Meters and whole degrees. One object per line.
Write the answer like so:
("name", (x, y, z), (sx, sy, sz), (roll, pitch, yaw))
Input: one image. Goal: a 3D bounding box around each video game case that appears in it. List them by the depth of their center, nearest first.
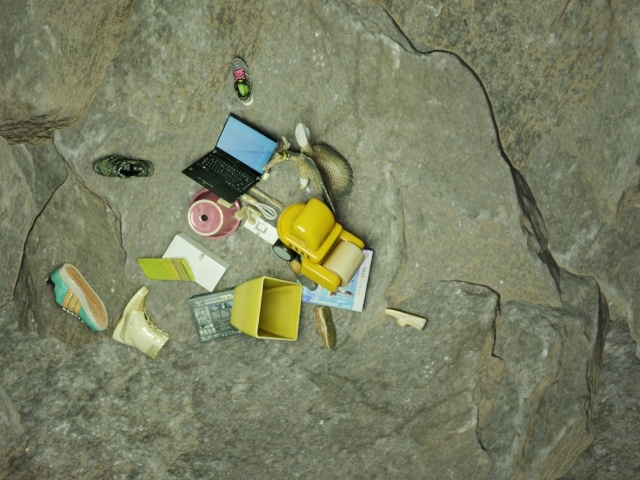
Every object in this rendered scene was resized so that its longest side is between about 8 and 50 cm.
("video game case", (0.049, 0.130, 1.883), (0.269, 0.061, 0.245), (9, 99, 1))

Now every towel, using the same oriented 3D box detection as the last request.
("towel", (-0.592, 0.113, 1.869), (0.237, 0.021, 0.102), (-1, 124, 26))

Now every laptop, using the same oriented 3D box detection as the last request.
("laptop", (-0.323, -0.298, 1.757), (0.234, 0.264, 0.137), (32, 141, 15))

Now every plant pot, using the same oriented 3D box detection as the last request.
("plant pot", (-0.401, -0.094, 1.806), (0.201, 0.180, 0.202), (0, 100, 2))
("plant pot", (-0.215, 0.252, 1.817), (0.187, 0.212, 0.213), (-3, 76, 39))

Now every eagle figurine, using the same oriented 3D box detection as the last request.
("eagle figurine", (-0.021, -0.251, 1.761), (0.298, 0.225, 0.227), (29, 79, 9))

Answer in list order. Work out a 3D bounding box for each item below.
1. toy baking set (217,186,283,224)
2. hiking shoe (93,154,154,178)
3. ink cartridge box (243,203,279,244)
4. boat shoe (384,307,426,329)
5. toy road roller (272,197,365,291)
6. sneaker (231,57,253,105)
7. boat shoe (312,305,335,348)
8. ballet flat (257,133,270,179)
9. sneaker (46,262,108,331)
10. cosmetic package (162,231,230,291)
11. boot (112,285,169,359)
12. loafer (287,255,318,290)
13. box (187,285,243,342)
("toy baking set", (-0.263, -0.140, 1.800), (0.197, 0.256, 0.030), (50, 130, 14))
("hiking shoe", (-0.748, -0.275, 1.824), (0.226, 0.114, 0.086), (1, 99, 3))
("ink cartridge box", (-0.220, -0.059, 1.842), (0.180, 0.104, 0.060), (33, 102, -3))
("boat shoe", (0.325, 0.307, 1.898), (0.169, 0.063, 0.059), (17, 94, -1))
("toy road roller", (0.000, 0.000, 1.700), (0.329, 0.241, 0.203), (33, 65, 6))
("sneaker", (-0.286, -0.580, 1.772), (0.063, 0.075, 0.171), (-11, 99, 4))
("boat shoe", (0.014, 0.340, 1.925), (0.060, 0.064, 0.178), (-8, 99, 35))
("ballet flat", (-0.222, -0.312, 1.827), (0.057, 0.049, 0.173), (-6, 99, 3))
("sneaker", (-0.960, 0.244, 1.931), (0.121, 0.108, 0.302), (-34, 88, 8))
("cosmetic package", (-0.478, 0.081, 1.888), (0.231, 0.085, 0.117), (34, 100, -4))
("boot", (-0.681, 0.328, 1.931), (0.203, 0.095, 0.262), (30, 101, -2))
("loafer", (-0.074, 0.123, 1.828), (0.062, 0.061, 0.170), (-40, 91, 12))
("box", (-0.385, 0.288, 1.929), (0.232, 0.059, 0.184), (-13, 100, 5))
